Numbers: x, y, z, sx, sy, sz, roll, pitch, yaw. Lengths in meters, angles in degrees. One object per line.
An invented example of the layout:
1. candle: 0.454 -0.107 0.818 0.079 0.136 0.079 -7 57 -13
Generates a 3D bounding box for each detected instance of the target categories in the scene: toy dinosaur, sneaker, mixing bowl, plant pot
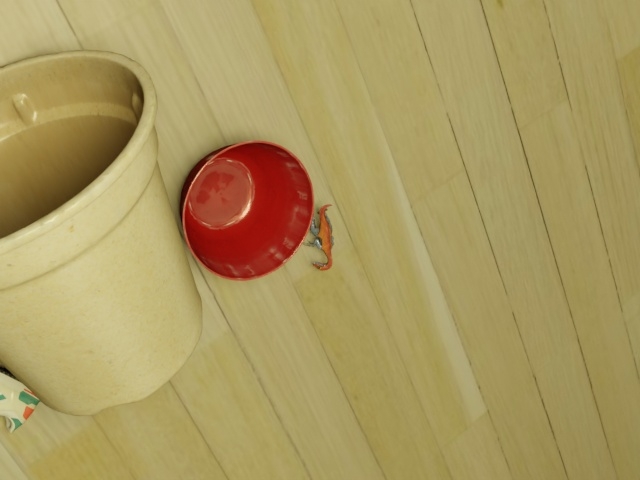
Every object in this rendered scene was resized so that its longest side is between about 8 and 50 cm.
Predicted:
1. toy dinosaur: 0.000 0.000 1.310 0.047 0.090 0.082 -16 84 -9
2. sneaker: -0.412 0.179 1.126 0.161 0.057 0.075 39 80 -38
3. mixing bowl: -0.109 -0.049 1.204 0.181 0.098 0.181 -11 113 -27
4. plant pot: -0.277 0.014 1.017 0.334 0.334 0.305 -35 132 -16
